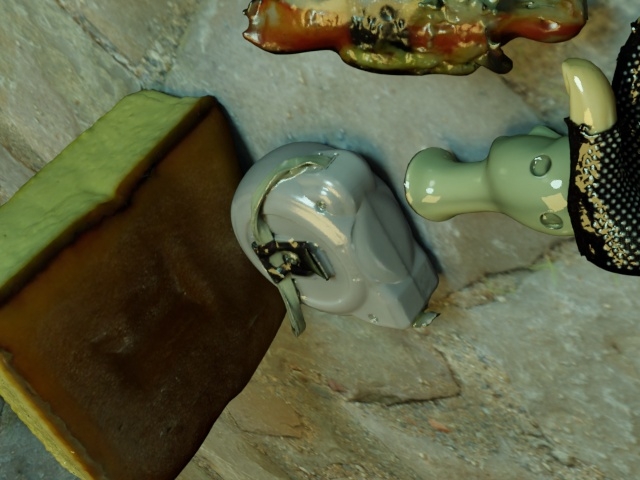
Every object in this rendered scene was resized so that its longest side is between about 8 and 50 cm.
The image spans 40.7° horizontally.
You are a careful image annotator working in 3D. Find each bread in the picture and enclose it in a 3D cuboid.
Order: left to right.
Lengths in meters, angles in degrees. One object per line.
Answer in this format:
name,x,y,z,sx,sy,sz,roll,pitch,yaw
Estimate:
bread,-0.185,0.060,0.876,0.143,0.323,0.333,16,144,32

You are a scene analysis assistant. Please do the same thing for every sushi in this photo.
sushi,0.056,-0.164,0.551,0.226,0.097,0.103,10,147,17

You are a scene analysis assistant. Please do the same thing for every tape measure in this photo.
tape measure,-0.001,0.002,0.817,0.178,0.105,0.196,-3,131,49

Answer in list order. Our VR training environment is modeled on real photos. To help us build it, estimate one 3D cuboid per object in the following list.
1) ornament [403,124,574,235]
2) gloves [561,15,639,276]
ornament,0.144,-0.045,0.638,0.075,0.081,0.156,11,175,-41
gloves,0.216,-0.073,0.520,0.129,0.106,0.180,10,108,26
